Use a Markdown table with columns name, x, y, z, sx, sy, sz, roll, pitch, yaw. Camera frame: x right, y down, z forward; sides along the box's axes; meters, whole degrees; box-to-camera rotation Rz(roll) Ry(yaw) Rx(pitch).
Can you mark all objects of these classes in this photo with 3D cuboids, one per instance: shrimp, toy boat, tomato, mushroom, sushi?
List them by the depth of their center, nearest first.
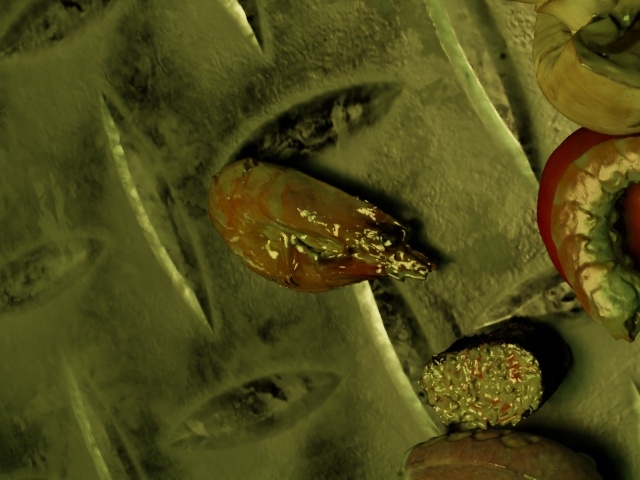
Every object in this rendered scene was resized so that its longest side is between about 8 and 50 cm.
| name | x | y | z | sx | sy | sz | roll | pitch | yaw |
| --- | --- | --- | --- | --- | --- | --- | --- | --- | --- |
| shrimp | 0.268 | -0.009 | 1.667 | 0.166 | 0.049 | 0.161 | -34 | 76 | 40 |
| mushroom | 0.243 | -0.204 | 1.679 | 0.195 | 0.254 | 0.189 | 10 | 155 | -4 |
| tomato | 0.290 | -0.023 | 1.765 | 0.195 | 0.136 | 0.195 | 15 | 114 | 37 |
| sushi | 0.172 | 0.135 | 1.962 | 0.150 | 0.078 | 0.091 | -14 | 98 | 41 |
| toy boat | 0.192 | 0.245 | 1.990 | 0.227 | 0.085 | 0.155 | -6 | 123 | 45 |
| shrimp | 0.001 | 0.000 | 2.069 | 0.294 | 0.062 | 0.154 | 18 | 129 | 37 |
